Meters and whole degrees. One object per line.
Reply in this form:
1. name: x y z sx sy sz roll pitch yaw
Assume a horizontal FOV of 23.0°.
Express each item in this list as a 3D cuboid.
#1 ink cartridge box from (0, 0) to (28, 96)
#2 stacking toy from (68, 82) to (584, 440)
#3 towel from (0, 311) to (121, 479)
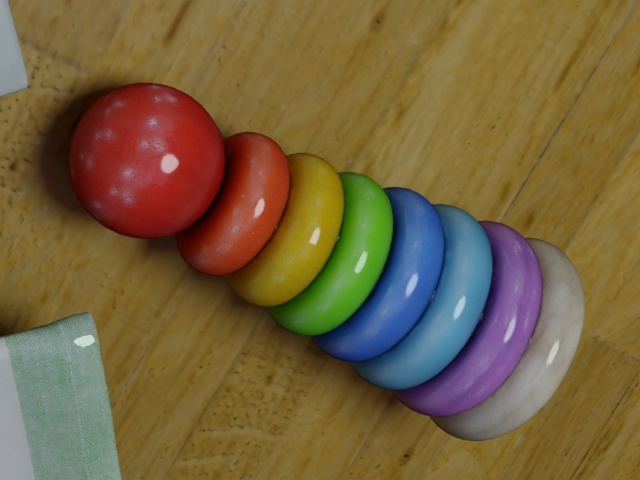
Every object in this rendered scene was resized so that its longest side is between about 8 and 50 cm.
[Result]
1. ink cartridge box: -0.267 -0.124 0.782 0.208 0.087 0.153 -21 120 -18
2. stacking toy: 0.000 0.000 0.951 0.330 0.141 0.141 29 97 -27
3. towel: -0.261 0.195 0.877 0.325 0.038 0.247 -15 115 -19
